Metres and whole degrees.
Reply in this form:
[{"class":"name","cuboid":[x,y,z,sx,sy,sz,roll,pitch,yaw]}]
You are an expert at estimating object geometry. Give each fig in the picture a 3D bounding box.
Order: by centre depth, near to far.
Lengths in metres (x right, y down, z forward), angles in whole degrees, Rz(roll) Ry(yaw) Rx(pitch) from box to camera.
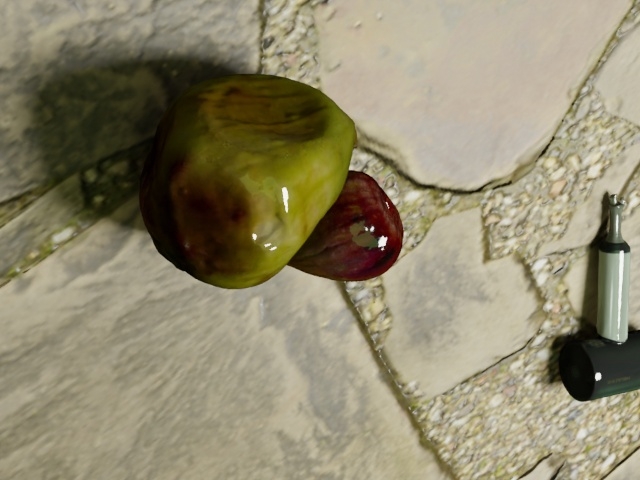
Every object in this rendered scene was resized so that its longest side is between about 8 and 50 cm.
[{"class":"fig","cuboid":[-0.050,-0.048,0.738,0.166,0.144,0.154,-44,143,-17]},{"class":"fig","cuboid":[0.000,0.000,0.823,0.125,0.089,0.089,-24,121,14]}]

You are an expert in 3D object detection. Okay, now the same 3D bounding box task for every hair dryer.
[{"class":"hair dryer","cuboid":[0.280,0.051,0.981,0.101,0.057,0.197,-10,108,-23]}]
